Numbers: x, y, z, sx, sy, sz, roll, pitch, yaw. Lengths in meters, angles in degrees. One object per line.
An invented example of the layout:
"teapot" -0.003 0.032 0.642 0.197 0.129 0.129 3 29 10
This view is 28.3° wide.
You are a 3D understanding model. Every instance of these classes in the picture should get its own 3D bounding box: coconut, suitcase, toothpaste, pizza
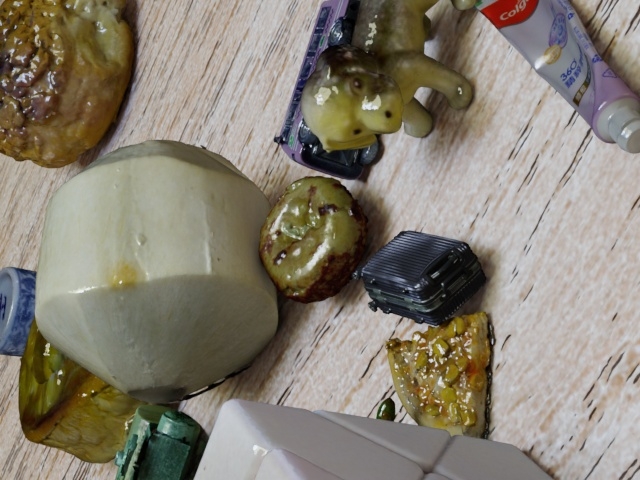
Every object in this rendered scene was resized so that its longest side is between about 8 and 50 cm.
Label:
"coconut" -0.193 0.046 1.538 0.323 0.323 0.323 -29 54 50
"suitcase" 0.099 0.036 1.266 0.086 0.059 0.126 -41 27 -21
"toothpaste" 0.230 -0.175 1.190 0.075 0.048 0.301 -62 32 28
"pizza" 0.122 0.125 1.238 0.131 0.041 0.178 -55 37 27

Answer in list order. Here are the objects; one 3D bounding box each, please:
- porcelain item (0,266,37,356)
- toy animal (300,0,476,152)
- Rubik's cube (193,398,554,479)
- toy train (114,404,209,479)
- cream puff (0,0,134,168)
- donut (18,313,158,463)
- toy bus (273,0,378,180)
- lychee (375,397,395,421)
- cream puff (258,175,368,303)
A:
"porcelain item" -0.487 0.124 2.118 0.147 0.114 0.147 -27 55 48
"toy animal" 0.074 -0.188 1.328 0.121 0.168 0.233 -18 53 56
"Rubik's cube" 0.061 0.344 0.979 0.319 0.322 0.316 41 113 54
"toy train" -0.218 0.358 1.630 0.189 0.126 0.307 -70 -2 -85
"cream puff" -0.467 -0.297 2.152 0.327 0.231 0.343 33 106 60
"donut" -0.322 0.151 1.806 0.330 0.160 0.330 -42 34 38
"toy bus" 0.022 -0.175 1.465 0.108 0.096 0.199 21 93 62
"lychee" 0.059 0.225 1.231 0.114 0.114 0.146 32 122 57
"cream puff" 0.000 0.000 1.435 0.149 0.084 0.149 -18 64 40
